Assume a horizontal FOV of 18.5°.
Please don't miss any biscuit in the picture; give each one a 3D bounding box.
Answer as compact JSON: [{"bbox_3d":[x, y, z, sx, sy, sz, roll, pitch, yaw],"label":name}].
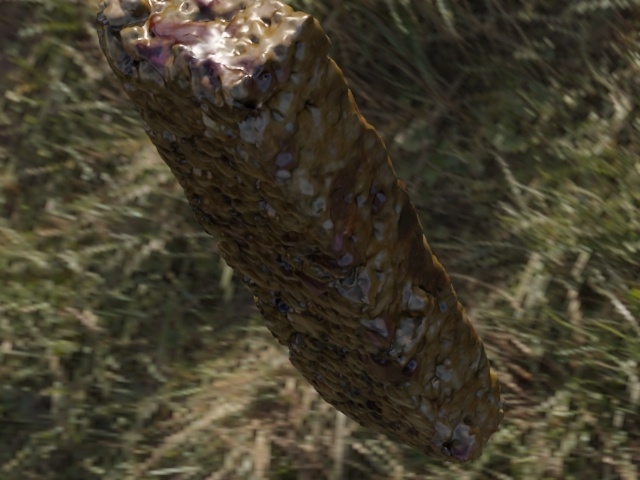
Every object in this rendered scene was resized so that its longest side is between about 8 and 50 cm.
[{"bbox_3d":[0.000,0.000,0.527,0.064,0.199,0.034,25,70,34],"label":"biscuit"}]
